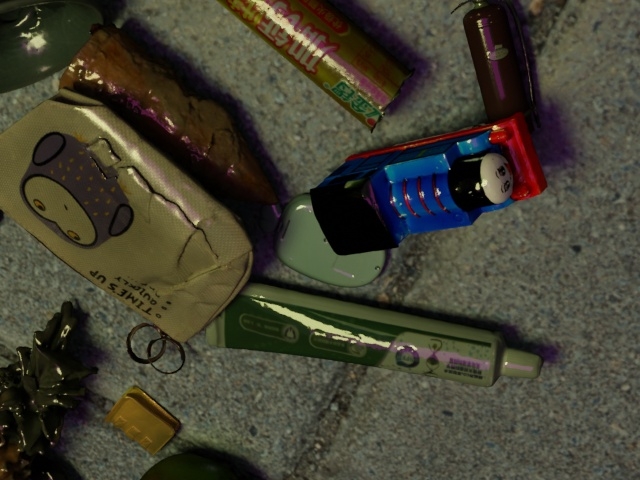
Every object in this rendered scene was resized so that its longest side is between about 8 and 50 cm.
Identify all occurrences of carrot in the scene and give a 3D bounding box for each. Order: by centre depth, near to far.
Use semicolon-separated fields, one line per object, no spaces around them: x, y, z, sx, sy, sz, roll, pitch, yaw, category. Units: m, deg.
-0.150;-0.118;0.934;0.263;0.102;0.102;38;115;-9;carrot

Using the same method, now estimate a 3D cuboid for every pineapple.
-0.389;0.230;1.087;0.169;0.169;0.340;40;91;-5;pineapple

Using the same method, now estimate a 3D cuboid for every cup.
-0.339;-0.253;0.881;0.199;0.199;0.150;-28;85;22;cup

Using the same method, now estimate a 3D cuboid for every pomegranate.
-0.142;0.360;1.096;0.209;0.180;0.180;7;120;-30;pomegranate

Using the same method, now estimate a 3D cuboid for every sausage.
-0.068;-0.254;0.856;0.371;0.082;0.082;39;115;-4;sausage

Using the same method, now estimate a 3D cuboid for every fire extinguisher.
0.172;-0.174;0.852;0.064;0.043;0.158;-17;109;3;fire extinguisher

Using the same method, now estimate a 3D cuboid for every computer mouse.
-0.412;0.336;1.194;0.172;0.057;0.099;1;96;10;computer mouse

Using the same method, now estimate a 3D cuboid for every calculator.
0.000;0.000;0.977;0.153;0.021;0.095;23;115;-1;calculator

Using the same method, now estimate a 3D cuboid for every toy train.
0.103;-0.053;0.858;0.204;0.131;0.083;-9;111;40;toy train

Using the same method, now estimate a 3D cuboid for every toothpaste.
0.052;0.109;0.991;0.392;0.061;0.099;9;114;14;toothpaste

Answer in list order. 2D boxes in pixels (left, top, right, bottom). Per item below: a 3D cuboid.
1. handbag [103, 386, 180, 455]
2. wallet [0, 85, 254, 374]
-0.229;0.234;1.125;0.083;0.027;0.061;41;114;-7;handbag
-0.220;-0.013;0.951;0.335;0.068;0.275;41;133;-12;wallet
